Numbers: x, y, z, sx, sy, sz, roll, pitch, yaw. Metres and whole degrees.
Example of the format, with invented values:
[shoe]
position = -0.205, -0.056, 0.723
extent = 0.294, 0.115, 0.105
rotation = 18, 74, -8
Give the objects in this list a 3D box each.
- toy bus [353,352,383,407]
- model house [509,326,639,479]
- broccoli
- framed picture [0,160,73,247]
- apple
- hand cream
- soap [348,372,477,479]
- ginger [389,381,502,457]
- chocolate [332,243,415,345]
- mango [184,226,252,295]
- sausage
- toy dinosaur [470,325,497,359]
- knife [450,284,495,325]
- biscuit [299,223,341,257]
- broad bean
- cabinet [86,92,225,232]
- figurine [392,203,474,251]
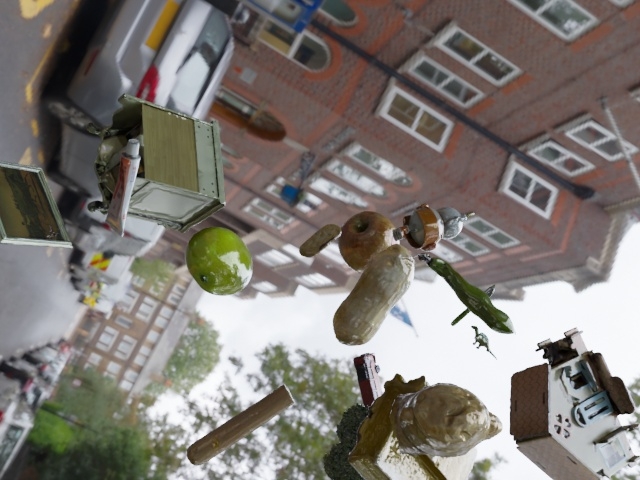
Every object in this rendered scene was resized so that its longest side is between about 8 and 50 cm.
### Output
[toy bus]
position = 0.181, 0.525, 2.511
extent = 0.074, 0.096, 0.234
rotation = -23, -112, 25
[model house]
position = 0.543, 0.381, 1.531
extent = 0.169, 0.244, 0.325
rotation = -38, -111, 58
[broccoli]
position = 0.137, 0.545, 1.871
extent = 0.221, 0.252, 0.361
rotation = -64, -172, 6
[framed picture]
position = -0.709, -0.092, 1.648
extent = 0.014, 0.252, 0.197
rotation = -39, 157, 24
[apple]
position = 0.164, 0.009, 2.345
extent = 0.211, 0.188, 0.211
rotation = -19, -140, 17
[hand cream]
position = -0.407, -0.112, 1.425
extent = 0.052, 0.038, 0.216
rotation = 58, -46, 49
[soap]
position = 0.221, 0.498, 1.627
extent = 0.143, 0.281, 0.259
rotation = -5, -139, 48
[ginger]
position = 0.206, 0.328, 1.253
extent = 0.354, 0.190, 0.126
rotation = 135, -41, -69
[chocolate]
position = 0.145, 0.150, 1.851
extent = 0.309, 0.134, 0.134
rotation = -57, -167, 3
[mango]
position = -0.262, 0.060, 1.870
extent = 0.149, 0.185, 0.273
rotation = -28, 165, 10
[sausage]
position = -0.201, 0.468, 1.741
extent = 0.301, 0.065, 0.066
rotation = -30, -171, -11
[toy dinosaur]
position = 0.481, 0.299, 2.016
extent = 0.029, 0.120, 0.060
rotation = -45, -177, 43
[knife]
position = 0.465, 0.199, 2.093
extent = 0.184, 0.026, 0.022
rotation = -44, -166, 15
[biscuit]
position = 0.000, 0.000, 1.985
extent = 0.147, 0.018, 0.071
rotation = -40, -138, -21
[broad bean]
position = 0.371, 0.137, 1.767
extent = 0.056, 0.318, 0.098
rotation = -58, 168, 30
[cabinet]
position = -0.475, -0.213, 1.977
extent = 0.228, 0.318, 0.289
rotation = -27, -118, 39
[figurine]
position = 0.348, -0.054, 2.115
extent = 0.271, 0.143, 0.143
rotation = -30, -177, -19
